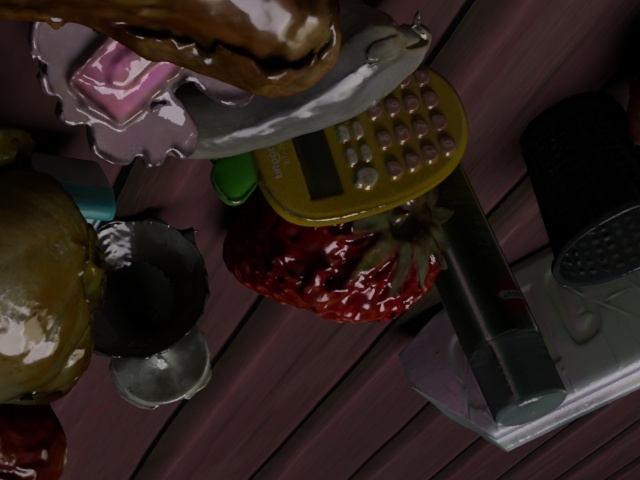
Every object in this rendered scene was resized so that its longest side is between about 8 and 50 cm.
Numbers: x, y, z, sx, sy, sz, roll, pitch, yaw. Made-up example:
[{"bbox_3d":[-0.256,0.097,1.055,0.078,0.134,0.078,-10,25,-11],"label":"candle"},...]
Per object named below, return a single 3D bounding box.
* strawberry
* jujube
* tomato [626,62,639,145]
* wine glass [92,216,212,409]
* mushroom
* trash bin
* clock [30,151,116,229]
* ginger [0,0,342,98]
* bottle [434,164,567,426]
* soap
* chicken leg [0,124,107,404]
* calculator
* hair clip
[{"bbox_3d":[0.000,0.000,1.091,0.205,0.205,0.244,9,161,-43],"label":"strawberry"},{"bbox_3d":[-0.402,0.225,1.207,0.250,0.174,0.174,14,137,-37],"label":"jujube"},{"bbox_3d":[0.400,-0.178,1.067,0.228,0.101,0.228,-22,-176,2],"label":"tomato"},{"bbox_3d":[-0.180,0.089,1.154,0.156,0.156,0.232,-17,157,-8],"label":"wine glass"},{"bbox_3d":[-0.043,-0.125,0.901,0.278,0.099,0.096,-21,114,6],"label":"mushroom"},{"bbox_3d":[0.299,-0.060,1.187,0.175,0.161,0.175,-15,150,-9],"label":"trash bin"},{"bbox_3d":[-0.340,-0.005,0.915,0.262,0.116,0.231,4,138,-41],"label":"clock"},{"bbox_3d":[-0.133,-0.185,0.648,0.321,0.172,0.165,5,180,-18],"label":"ginger"},{"bbox_3d":[0.166,0.053,1.163,0.082,0.286,0.082,-16,153,-9],"label":"bottle"},{"bbox_3d":[0.292,0.142,1.496,0.347,0.208,0.115,-30,149,19],"label":"soap"},{"bbox_3d":[-0.331,0.090,0.843,0.429,0.153,0.201,-30,137,20],"label":"chicken leg"},{"bbox_3d":[0.016,-0.086,0.962,0.234,0.146,0.032,-15,163,-10],"label":"calculator"},{"bbox_3d":[-0.071,-0.181,0.787,0.300,0.069,0.173,-37,121,14],"label":"hair clip"}]
